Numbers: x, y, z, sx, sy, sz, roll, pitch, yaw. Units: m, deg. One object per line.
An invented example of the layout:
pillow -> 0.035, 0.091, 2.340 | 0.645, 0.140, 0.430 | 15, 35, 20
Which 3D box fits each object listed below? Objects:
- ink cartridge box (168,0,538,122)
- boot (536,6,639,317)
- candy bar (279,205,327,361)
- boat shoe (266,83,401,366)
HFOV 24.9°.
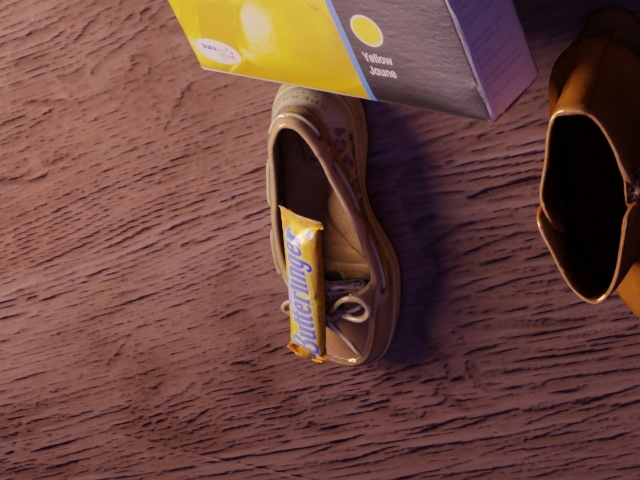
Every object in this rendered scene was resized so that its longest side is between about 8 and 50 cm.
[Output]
ink cartridge box -> -0.027, -0.232, 0.982 | 0.303, 0.072, 0.307 | 17, 147, 43
boot -> 0.216, -0.007, 1.057 | 0.104, 0.211, 0.295 | -5, 120, 24
candy bar -> -0.013, 0.038, 1.195 | 0.040, 0.018, 0.161 | 20, 135, 24
boat shoe -> 0.000, 0.000, 1.219 | 0.104, 0.089, 0.285 | -1, 122, 20
